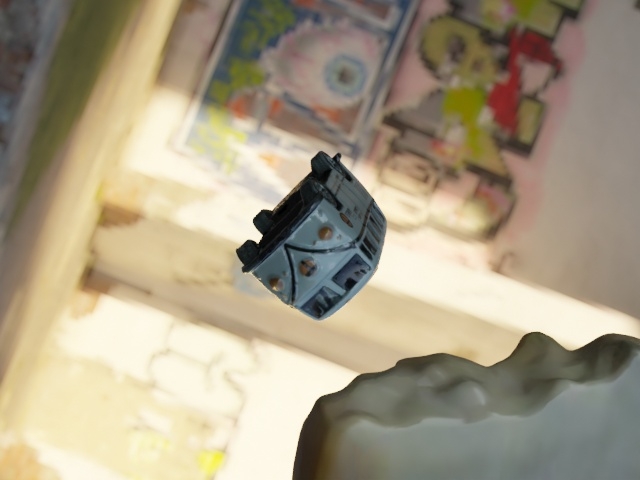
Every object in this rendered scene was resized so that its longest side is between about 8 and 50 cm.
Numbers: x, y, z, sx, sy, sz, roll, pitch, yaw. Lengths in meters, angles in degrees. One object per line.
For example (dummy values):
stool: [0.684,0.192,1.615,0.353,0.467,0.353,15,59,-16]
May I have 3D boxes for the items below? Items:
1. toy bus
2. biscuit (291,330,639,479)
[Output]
toy bus: [0.000,0.000,1.344,0.087,0.089,0.194,-44,-175,11]
biscuit: [0.138,0.117,0.569,0.040,0.308,0.205,-116,-153,-63]
